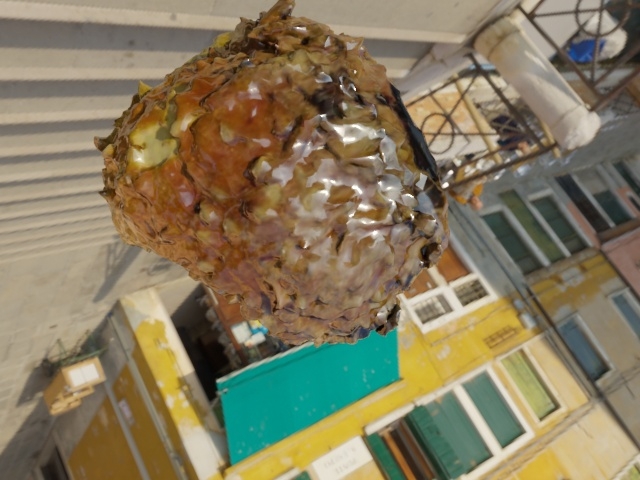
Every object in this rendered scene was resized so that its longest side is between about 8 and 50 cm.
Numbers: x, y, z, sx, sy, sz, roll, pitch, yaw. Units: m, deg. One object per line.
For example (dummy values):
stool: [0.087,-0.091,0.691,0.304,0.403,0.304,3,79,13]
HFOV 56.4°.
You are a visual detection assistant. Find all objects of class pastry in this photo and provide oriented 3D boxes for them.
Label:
pastry: [-0.035,-0.086,0.711,0.337,0.405,0.292,-58,180,12]
